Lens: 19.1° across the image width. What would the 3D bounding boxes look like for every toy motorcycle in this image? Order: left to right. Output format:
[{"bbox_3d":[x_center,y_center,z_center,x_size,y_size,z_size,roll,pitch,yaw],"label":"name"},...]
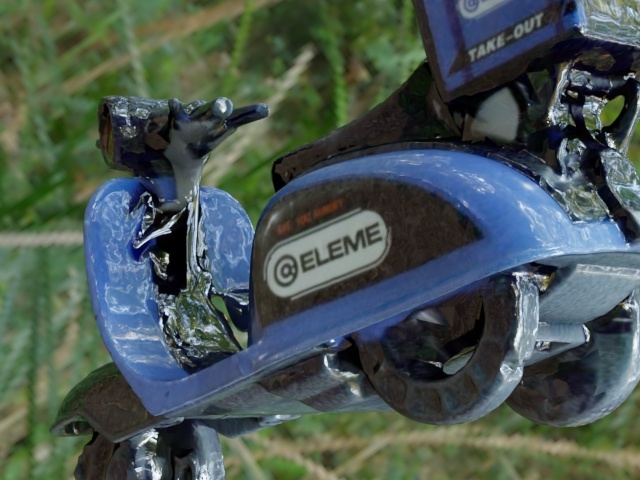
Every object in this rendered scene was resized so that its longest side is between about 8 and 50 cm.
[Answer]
[{"bbox_3d":[0.000,0.000,0.818,0.125,0.358,0.212,6,65,-48],"label":"toy motorcycle"}]
